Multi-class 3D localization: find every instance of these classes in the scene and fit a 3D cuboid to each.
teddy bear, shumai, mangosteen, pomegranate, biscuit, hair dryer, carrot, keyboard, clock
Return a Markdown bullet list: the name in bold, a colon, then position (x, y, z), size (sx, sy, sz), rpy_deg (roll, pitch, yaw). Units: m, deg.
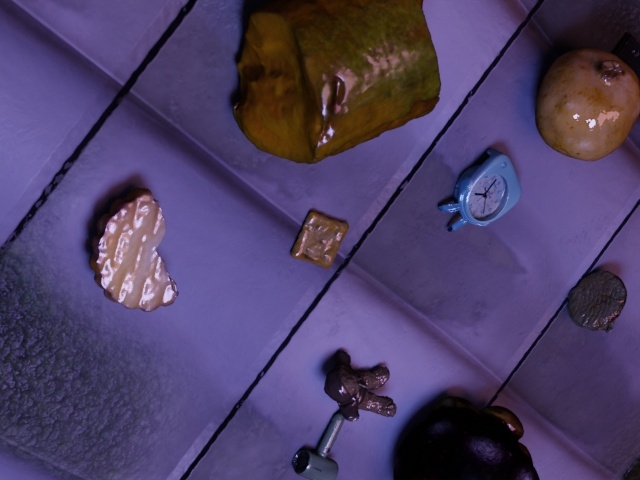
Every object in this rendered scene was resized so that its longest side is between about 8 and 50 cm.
- **teddy bear**: position (0.053, 0.247, 1.979), size (0.160, 0.078, 0.119), rpy_deg (21, 56, -51)
- **shumai**: position (0.528, 0.126, 2.238), size (0.124, 0.099, 0.087), rpy_deg (-44, 145, -6)
- **mangosteen**: position (0.269, 0.413, 2.102), size (0.287, 0.287, 0.233), rpy_deg (7, 117, -36)
- **pomegranate**: position (0.444, -0.229, 1.950), size (0.196, 0.196, 0.196), rpy_deg (-14, 119, -28)
- **biscuit**: position (-0.270, 0.016, 1.662), size (0.118, 0.061, 0.183), rpy_deg (-16, 117, -26)
- **hair dryer**: position (0.016, 0.339, 2.019), size (0.071, 0.047, 0.150), rpy_deg (29, 87, -38)
- **carrot**: position (0.051, -0.259, 1.638), size (0.340, 0.241, 0.242), rpy_deg (-29, 125, -19)
- **biscuit**: position (0.000, 0.000, 1.863), size (0.083, 0.018, 0.081), rpy_deg (20, 98, -39)
- **keyboard**: position (0.589, -0.269, 2.135), size (0.250, 0.017, 0.087), rpy_deg (37, 88, -40)
- **clock**: position (0.266, -0.075, 1.990), size (0.147, 0.045, 0.108), rpy_deg (-38, 127, -13)
